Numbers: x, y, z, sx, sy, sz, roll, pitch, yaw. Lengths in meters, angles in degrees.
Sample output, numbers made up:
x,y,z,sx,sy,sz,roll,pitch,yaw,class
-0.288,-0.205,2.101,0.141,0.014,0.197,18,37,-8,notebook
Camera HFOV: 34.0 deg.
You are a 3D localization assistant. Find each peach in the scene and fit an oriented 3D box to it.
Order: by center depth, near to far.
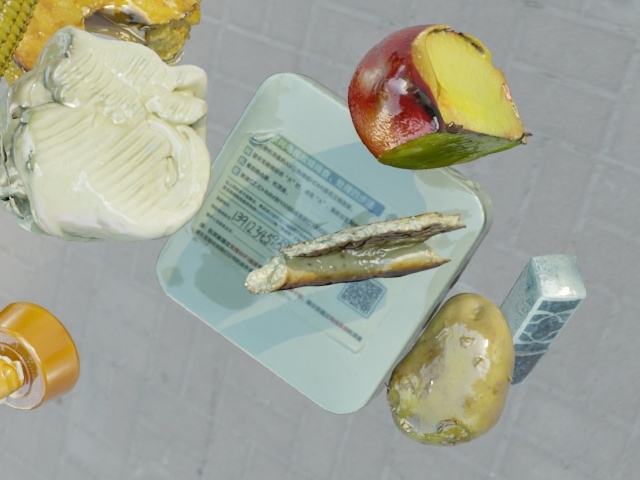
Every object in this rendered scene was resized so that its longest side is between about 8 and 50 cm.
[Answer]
x,y,z,sx,sy,sz,roll,pitch,yaw,class
0.110,-0.166,1.235,0.154,0.267,0.158,-26,77,36,peach

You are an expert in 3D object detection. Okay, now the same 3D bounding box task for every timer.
x,y,z,sx,sy,sz,roll,pitch,yaw,class
-0.383,0.162,1.237,0.132,0.152,0.132,13,118,25,timer

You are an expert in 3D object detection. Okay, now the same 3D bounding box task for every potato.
x,y,z,sx,sy,sz,roll,pitch,yaw,class
0.152,0.148,1.156,0.137,0.137,0.176,39,103,23,potato

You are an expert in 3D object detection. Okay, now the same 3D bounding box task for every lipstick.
x,y,z,sx,sy,sz,roll,pitch,yaw,class
0.296,0.118,1.499,0.289,0.077,0.076,103,164,-56,lipstick

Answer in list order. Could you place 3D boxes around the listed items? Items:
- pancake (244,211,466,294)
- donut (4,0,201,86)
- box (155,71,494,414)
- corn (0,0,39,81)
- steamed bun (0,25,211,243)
x,y,z,sx,sy,sz,roll,pitch,yaw,class
0.059,0.020,1.315,0.257,0.212,0.056,-15,79,21,pancake
-0.430,-0.377,1.993,0.378,0.435,0.163,24,143,-11,donut
0.001,0.000,1.544,0.396,0.111,0.396,35,103,10,box
-0.410,-0.212,1.170,0.131,0.131,0.344,22,83,30,corn
-0.289,-0.110,1.363,0.207,0.280,0.268,-29,51,57,steamed bun
